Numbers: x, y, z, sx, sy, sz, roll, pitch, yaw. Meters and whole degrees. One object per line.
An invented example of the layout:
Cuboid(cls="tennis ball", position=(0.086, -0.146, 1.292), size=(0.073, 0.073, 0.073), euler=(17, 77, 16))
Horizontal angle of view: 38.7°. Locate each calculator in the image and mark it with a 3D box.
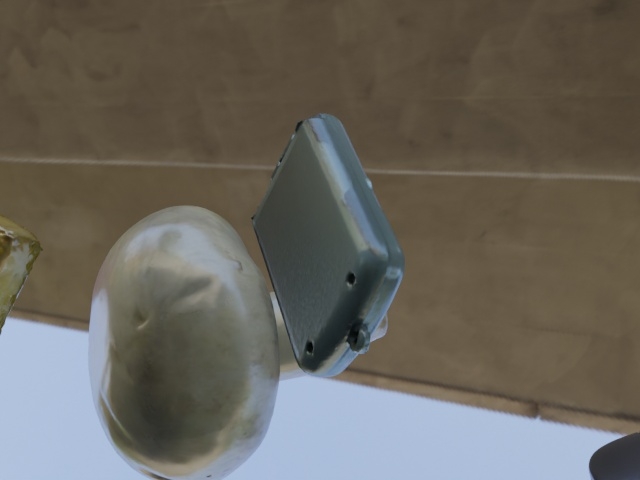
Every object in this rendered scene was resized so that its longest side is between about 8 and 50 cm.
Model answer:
Cuboid(cls="calculator", position=(0.000, 0.000, 0.758), size=(0.141, 0.045, 0.246), euler=(-62, -148, 32))

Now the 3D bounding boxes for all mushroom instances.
Cuboid(cls="mushroom", position=(-0.129, 0.101, 1.025), size=(0.356, 0.315, 0.315), euler=(-36, -95, 19))

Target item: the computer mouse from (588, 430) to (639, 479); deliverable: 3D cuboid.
Cuboid(cls="computer mouse", position=(0.289, 0.214, 0.704), size=(0.120, 0.232, 0.057), euler=(-17, -66, 5))

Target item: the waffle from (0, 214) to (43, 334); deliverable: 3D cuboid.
Cuboid(cls="waffle", position=(-0.392, 0.043, 0.844), size=(0.248, 0.055, 0.221), euler=(29, -85, 26))
